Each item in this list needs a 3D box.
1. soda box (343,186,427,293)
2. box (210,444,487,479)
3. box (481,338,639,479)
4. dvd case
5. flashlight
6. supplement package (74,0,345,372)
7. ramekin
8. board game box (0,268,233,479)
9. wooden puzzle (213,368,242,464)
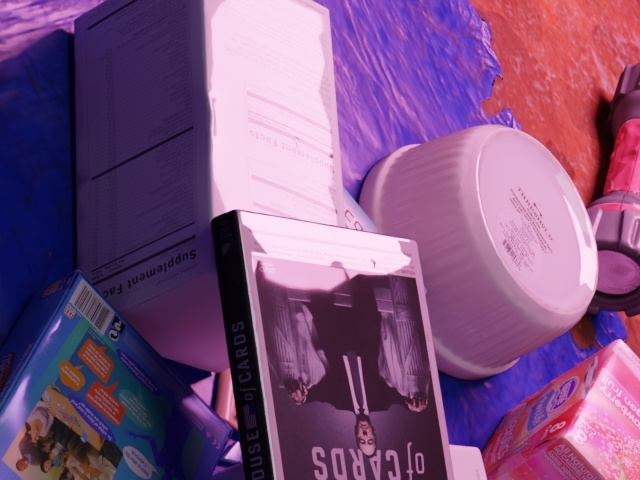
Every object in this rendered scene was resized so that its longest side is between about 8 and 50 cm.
[{"bbox_3d":[0.000,0.000,1.463,0.183,0.058,0.063,51,38,-19],"label":"soda box"},{"bbox_3d":[0.028,0.235,1.306,0.181,0.119,0.182,11,62,-47],"label":"box"},{"bbox_3d":[0.266,0.251,1.532,0.300,0.142,0.154,47,39,-4],"label":"box"},{"bbox_3d":[0.014,0.106,1.226,0.179,0.029,0.238,9,66,-48],"label":"dvd case"},{"bbox_3d":[0.297,-0.062,1.836,0.103,0.103,0.304,44,42,-22],"label":"flashlight"},{"bbox_3d":[-0.077,-0.052,1.330,0.134,0.139,0.244,21,56,-43],"label":"supplement package"},{"bbox_3d":[0.139,0.003,1.592,0.207,0.109,0.207,29,49,-39],"label":"ramekin"},{"bbox_3d":[-0.151,0.145,1.197,0.160,0.047,0.210,49,38,-21],"label":"board game box"},{"bbox_3d":[-0.044,0.112,1.379,0.078,0.014,0.116,29,49,-38],"label":"wooden puzzle"}]
